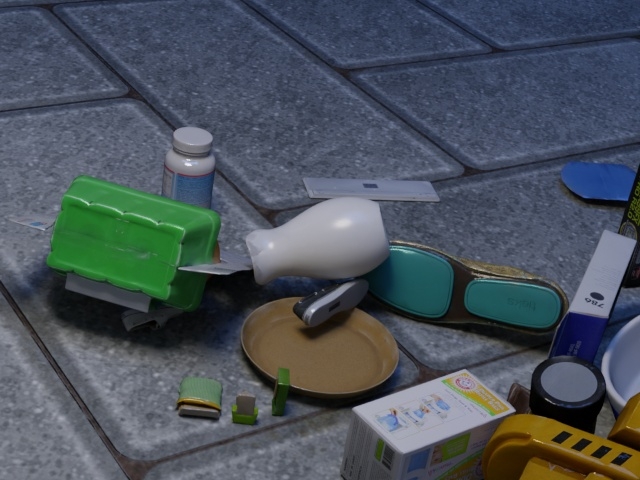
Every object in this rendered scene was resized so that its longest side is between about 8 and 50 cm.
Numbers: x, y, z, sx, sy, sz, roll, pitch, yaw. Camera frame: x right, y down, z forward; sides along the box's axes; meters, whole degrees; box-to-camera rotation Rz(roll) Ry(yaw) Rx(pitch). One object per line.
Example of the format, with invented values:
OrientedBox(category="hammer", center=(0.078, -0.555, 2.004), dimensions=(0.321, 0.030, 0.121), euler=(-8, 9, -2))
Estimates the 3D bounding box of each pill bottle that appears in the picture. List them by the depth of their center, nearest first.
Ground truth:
OrientedBox(category="pill bottle", center=(-0.223, -0.107, 2.014), dimensions=(0.087, 0.160, 0.087), euler=(8, 31, -5))

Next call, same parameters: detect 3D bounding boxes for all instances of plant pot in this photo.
OrientedBox(category="plant pot", center=(-0.003, 0.163, 1.761), dimensions=(0.236, 0.032, 0.236), euler=(8, 30, -5))

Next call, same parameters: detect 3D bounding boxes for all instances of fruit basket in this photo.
OrientedBox(category="fruit basket", center=(-0.264, 0.014, 1.813), dimensions=(0.327, 0.165, 0.353), euler=(16, -2, 5))

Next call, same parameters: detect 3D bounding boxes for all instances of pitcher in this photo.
OrientedBox(category="pitcher", center=(0.000, 0.000, 1.857), dimensions=(0.207, 0.125, 0.178), euler=(-13, 10, 5))

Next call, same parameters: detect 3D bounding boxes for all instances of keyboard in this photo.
OrientedBox(category="keyboard", center=(0.096, -0.096, 2.243), dimensions=(0.256, 0.014, 0.072), euler=(1, 27, -15))

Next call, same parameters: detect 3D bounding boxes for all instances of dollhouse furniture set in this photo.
OrientedBox(category="dollhouse furniture set", center=(-0.121, 0.204, 1.631), dimensions=(0.151, 0.059, 0.076), euler=(7, 30, -5))

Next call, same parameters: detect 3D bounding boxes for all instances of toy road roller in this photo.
OrientedBox(category="toy road roller", center=(0.357, 0.319, 1.462), dimensions=(0.329, 0.202, 0.240), euler=(19, 43, 23))

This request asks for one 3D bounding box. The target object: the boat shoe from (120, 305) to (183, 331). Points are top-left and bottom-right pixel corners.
OrientedBox(category="boat shoe", center=(-0.246, 0.117, 1.767), dimensions=(0.100, 0.035, 0.035), euler=(-6, 63, -35))

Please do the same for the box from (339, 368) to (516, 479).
OrientedBox(category="box", center=(0.141, 0.263, 1.557), dimensions=(0.203, 0.114, 0.103), euler=(-14, 37, -35))

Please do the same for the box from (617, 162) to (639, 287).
OrientedBox(category="box", center=(0.636, -0.052, 2.078), dimensions=(0.216, 0.270, 0.060), euler=(-3, 32, -23))

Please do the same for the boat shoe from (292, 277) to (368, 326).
OrientedBox(category="boat shoe", center=(0.017, 0.087, 1.816), dimensions=(0.040, 0.049, 0.142), euler=(31, 39, 32))

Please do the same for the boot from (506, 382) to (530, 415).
OrientedBox(category="boot", center=(0.254, 0.233, 1.640), dimensions=(0.037, 0.114, 0.106), euler=(-14, 38, -35))

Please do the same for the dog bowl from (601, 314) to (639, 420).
OrientedBox(category="dog bowl", center=(0.541, 0.201, 1.688), dimensions=(0.265, 0.104, 0.265), euler=(-17, 32, 11))

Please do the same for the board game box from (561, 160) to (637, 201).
OrientedBox(category="board game box", center=(0.563, -0.107, 2.381), dimensions=(0.168, 0.033, 0.133), euler=(3, 36, -3))

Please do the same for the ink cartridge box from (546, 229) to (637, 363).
OrientedBox(category="ink cartridge box", center=(0.406, 0.126, 1.817), dimensions=(0.065, 0.165, 0.333), euler=(21, 33, 15))

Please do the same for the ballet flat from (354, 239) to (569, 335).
OrientedBox(category="ballet flat", center=(0.223, 0.077, 1.905), dimensions=(0.348, 0.123, 0.123), euler=(12, 30, 12))
